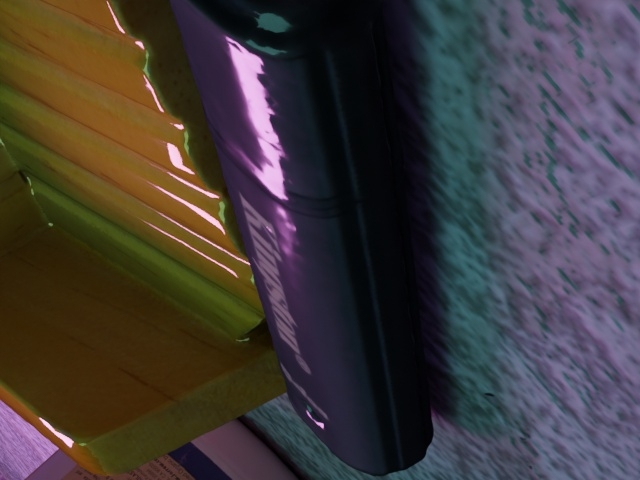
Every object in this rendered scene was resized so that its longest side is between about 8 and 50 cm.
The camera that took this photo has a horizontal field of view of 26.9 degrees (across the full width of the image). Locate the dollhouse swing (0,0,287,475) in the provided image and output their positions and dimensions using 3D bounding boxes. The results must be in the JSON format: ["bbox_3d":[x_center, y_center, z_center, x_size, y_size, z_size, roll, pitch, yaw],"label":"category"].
[{"bbox_3d":[-0.241,-0.015,0.558,0.315,0.305,0.346,28,151,43],"label":"dollhouse swing"}]

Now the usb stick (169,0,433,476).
[{"bbox_3d":[0.000,0.000,0.470,0.077,0.045,0.278,35,157,28],"label":"usb stick"}]

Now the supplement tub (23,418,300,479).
[{"bbox_3d":[-0.148,0.266,0.858,0.228,0.316,0.228,40,159,19],"label":"supplement tub"}]
